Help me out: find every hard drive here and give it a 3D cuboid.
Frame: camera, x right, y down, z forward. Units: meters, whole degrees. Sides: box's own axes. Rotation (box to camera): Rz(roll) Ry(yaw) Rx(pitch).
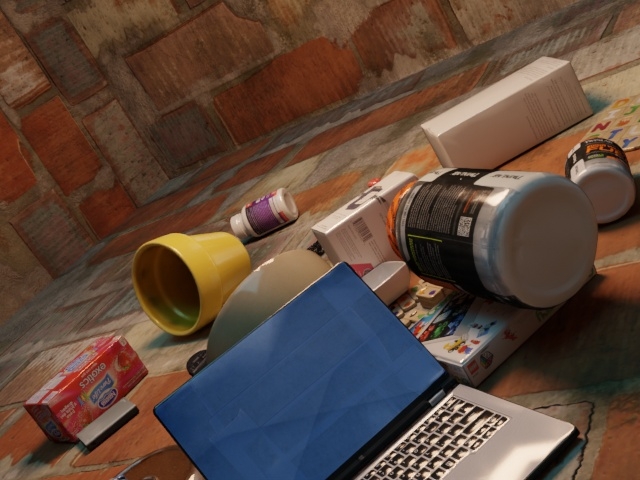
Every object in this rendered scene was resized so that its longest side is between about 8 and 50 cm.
[{"bbox_3d":[-0.477,0.410,1.863,0.135,0.022,0.094,-38,19,-23],"label":"hard drive"}]

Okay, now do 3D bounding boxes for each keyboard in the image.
[{"bbox_3d":[0.000,0.000,2.183,0.192,0.038,0.100,-41,21,-28],"label":"keyboard"}]

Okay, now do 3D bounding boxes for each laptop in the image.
[{"bbox_3d":[0.041,0.246,1.123,0.382,0.236,0.408,-38,19,-19],"label":"laptop"}]

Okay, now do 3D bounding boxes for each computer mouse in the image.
[{"bbox_3d":[-0.218,0.288,1.769,0.071,0.041,0.242,-46,28,-17],"label":"computer mouse"}]

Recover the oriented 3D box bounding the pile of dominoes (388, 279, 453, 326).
[{"bbox_3d":[0.164,0.134,1.552,0.251,0.040,0.196,-37,19,-20],"label":"pile of dominoes"}]

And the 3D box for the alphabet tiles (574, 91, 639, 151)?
[{"bbox_3d":[0.729,-0.283,1.817,0.285,0.011,0.342,-8,28,51],"label":"alphabet tiles"}]

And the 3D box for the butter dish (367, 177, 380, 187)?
[{"bbox_3d":[0.158,-0.102,2.069,0.160,0.118,0.160,-39,19,-24],"label":"butter dish"}]

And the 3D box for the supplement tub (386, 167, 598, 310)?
[{"bbox_3d":[0.259,-0.013,1.342,0.207,0.207,0.338,-37,21,-18],"label":"supplement tub"}]

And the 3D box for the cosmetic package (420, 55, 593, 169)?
[{"bbox_3d":[0.457,-0.304,2.076,0.365,0.155,0.197,-30,17,5],"label":"cosmetic package"}]

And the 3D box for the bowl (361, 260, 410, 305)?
[{"bbox_3d":[0.113,0.103,1.672,0.142,0.053,0.142,-36,9,-16],"label":"bowl"}]

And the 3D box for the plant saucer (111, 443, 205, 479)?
[{"bbox_3d":[-0.307,0.453,1.435,0.311,0.050,0.310,-27,17,9],"label":"plant saucer"}]

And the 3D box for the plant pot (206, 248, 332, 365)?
[{"bbox_3d":[-0.026,0.183,1.423,0.284,0.284,0.191,-39,55,-23],"label":"plant pot"}]

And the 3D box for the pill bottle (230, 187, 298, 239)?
[{"bbox_3d":[-0.175,-0.076,2.550,0.193,0.108,0.108,-25,19,18],"label":"pill bottle"}]

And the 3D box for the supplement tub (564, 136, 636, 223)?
[{"bbox_3d":[0.515,-0.119,1.542,0.117,0.117,0.190,-23,20,22],"label":"supplement tub"}]

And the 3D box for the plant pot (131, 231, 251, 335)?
[{"bbox_3d":[-0.316,0.087,2.153,0.254,0.254,0.239,-14,8,41],"label":"plant pot"}]

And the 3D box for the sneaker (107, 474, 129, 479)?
[{"bbox_3d":[-0.338,0.427,1.393,0.058,0.052,0.135,-31,17,-15],"label":"sneaker"}]

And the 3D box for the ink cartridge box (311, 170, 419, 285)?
[{"bbox_3d":[0.129,-0.017,1.794,0.237,0.172,0.100,-34,18,-12],"label":"ink cartridge box"}]

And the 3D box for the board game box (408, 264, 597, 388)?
[{"bbox_3d":[0.287,0.114,1.383,0.305,0.053,0.193,-38,20,-21],"label":"board game box"}]

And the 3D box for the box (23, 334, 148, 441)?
[{"bbox_3d":[-0.557,0.351,1.983,0.128,0.122,0.257,-12,25,44],"label":"box"}]
